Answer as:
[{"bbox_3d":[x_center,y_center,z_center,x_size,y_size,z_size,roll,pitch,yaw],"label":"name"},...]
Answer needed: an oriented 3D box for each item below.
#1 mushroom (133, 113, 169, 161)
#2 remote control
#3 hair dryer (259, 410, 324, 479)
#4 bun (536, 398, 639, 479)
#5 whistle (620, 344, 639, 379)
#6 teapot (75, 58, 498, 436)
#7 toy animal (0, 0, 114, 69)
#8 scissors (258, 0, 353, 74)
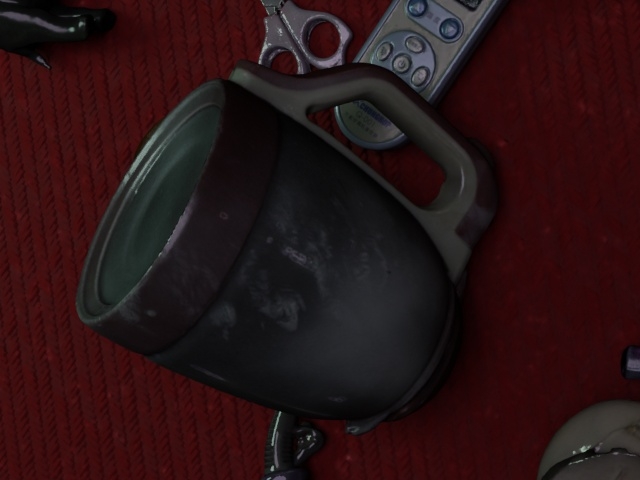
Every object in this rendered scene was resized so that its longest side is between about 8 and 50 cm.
[{"bbox_3d":[-0.121,-0.061,1.500,0.126,0.085,0.109,-35,44,18],"label":"mushroom"},{"bbox_3d":[0.100,-0.188,1.447,0.087,0.047,0.244,38,101,19],"label":"remote control"},{"bbox_3d":[0.028,0.301,1.441,0.301,0.121,0.361,-19,78,9],"label":"hair dryer"},{"bbox_3d":[0.269,0.202,1.341,0.173,0.120,0.172,13,127,17],"label":"bun"},{"bbox_3d":[0.344,0.110,1.366,0.177,0.033,0.033,3,90,19],"label":"whistle"},{"bbox_3d":[0.000,0.000,1.377,0.312,0.233,0.315,30,83,-22],"label":"teapot"},{"bbox_3d":[-0.277,-0.290,1.540,0.146,0.114,0.245,6,91,18],"label":"toy animal"},{"bbox_3d":[-0.045,-0.224,1.515,0.100,0.015,0.189,-33,77,14],"label":"scissors"}]
